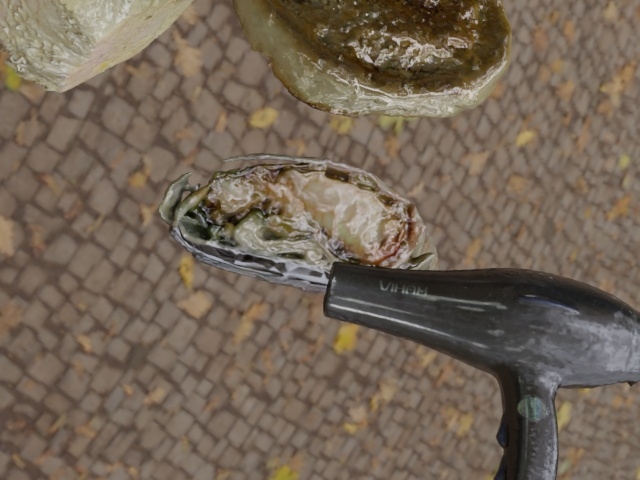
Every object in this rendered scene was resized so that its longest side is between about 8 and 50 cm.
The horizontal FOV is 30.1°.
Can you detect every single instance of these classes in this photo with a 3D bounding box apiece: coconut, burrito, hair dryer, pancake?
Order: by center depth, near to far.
[{"bbox_3d":[0.089,0.113,0.676,0.075,0.196,0.219,102,-3,-62],"label":"hair dryer"},{"bbox_3d":[0.012,0.000,0.965,0.348,0.175,0.107,30,63,-74],"label":"burrito"},{"bbox_3d":[0.059,-0.280,1.356,0.356,0.356,0.065,-34,169,-32],"label":"pancake"},{"bbox_3d":[-0.339,-0.373,1.517,0.297,0.297,0.309,-38,92,-29],"label":"coconut"}]
